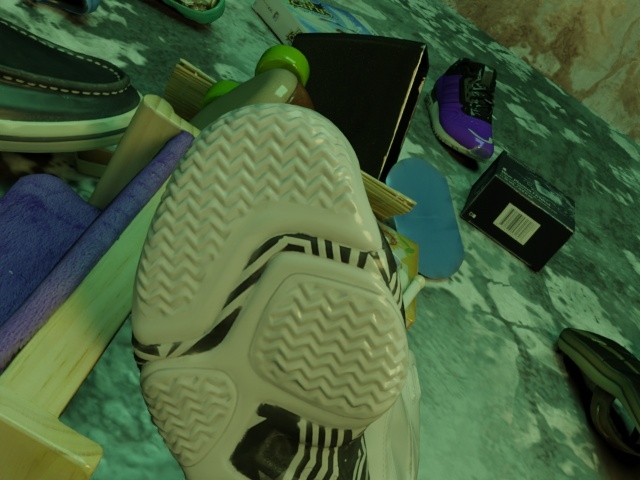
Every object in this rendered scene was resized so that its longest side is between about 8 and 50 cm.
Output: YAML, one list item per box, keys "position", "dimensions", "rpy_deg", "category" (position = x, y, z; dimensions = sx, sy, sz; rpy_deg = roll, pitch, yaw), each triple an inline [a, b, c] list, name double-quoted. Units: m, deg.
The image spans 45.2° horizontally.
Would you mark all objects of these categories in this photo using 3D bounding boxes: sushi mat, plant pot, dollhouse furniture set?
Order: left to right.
- position: [-0.179, -0.080, 0.761]
  dimensions: [0.114, 0.081, 0.091]
  rpy_deg: [13, 35, -36]
  category: "dollhouse furniture set"
- position: [-0.042, -0.107, 0.921]
  dimensions: [0.317, 0.019, 0.151]
  rpy_deg: [30, -13, -12]
  category: "sushi mat"
- position: [0.035, -0.179, 1.020]
  dimensions: [0.167, 0.187, 0.188]
  rpy_deg: [20, 6, 8]
  category: "plant pot"

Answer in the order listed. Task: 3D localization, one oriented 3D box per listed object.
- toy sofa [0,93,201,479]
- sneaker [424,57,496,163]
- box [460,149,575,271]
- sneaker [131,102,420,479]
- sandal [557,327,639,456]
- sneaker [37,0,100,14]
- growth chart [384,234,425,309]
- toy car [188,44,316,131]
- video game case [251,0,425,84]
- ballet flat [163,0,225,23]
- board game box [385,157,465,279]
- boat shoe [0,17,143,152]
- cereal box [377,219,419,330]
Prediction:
- position: [-0.183, 0.028, 0.516]
  dimensions: [0.177, 0.150, 0.362]
  rpy_deg: [33, 30, -8]
  category: "toy sofa"
- position: [0.291, -0.273, 1.501]
  dimensions: [0.102, 0.146, 0.293]
  rpy_deg: [23, 30, -23]
  category: "sneaker"
- position: [0.329, -0.053, 1.268]
  dimensions: [0.156, 0.093, 0.158]
  rpy_deg: [37, 27, 1]
  category: "box"
- position: [-0.009, 0.084, 0.486]
  dimensions: [0.138, 0.365, 0.210]
  rpy_deg: [-4, 20, 8]
  category: "sneaker"
- position: [0.383, 0.210, 0.950]
  dimensions: [0.120, 0.086, 0.303]
  rpy_deg: [21, 17, -16]
  category: "sandal"
- position: [-0.378, -0.353, 0.973]
  dimensions: [0.209, 0.069, 0.082]
  rpy_deg: [25, 34, -19]
  category: "sneaker"
- position: [0.012, -0.004, 0.819]
  dimensions: [0.237, 0.021, 0.172]
  rpy_deg: [42, 31, 11]
  category: "growth chart"
- position: [-0.036, -0.063, 0.752]
  dimensions: [0.188, 0.149, 0.155]
  rpy_deg: [48, 36, -26]
  category: "toy car"
- position: [0.037, -0.371, 1.464]
  dimensions: [0.270, 0.061, 0.244]
  rpy_deg: [2, 42, -46]
  category: "video game case"
- position: [-0.250, -0.416, 1.174]
  dimensions: [0.247, 0.083, 0.087]
  rpy_deg: [24, -10, -25]
  category: "ballet flat"
- position: [0.130, -0.026, 1.031]
  dimensions: [0.133, 0.033, 0.168]
  rpy_deg: [-3, 77, -44]
  category: "board game box"
- position: [-0.373, -0.201, 0.635]
  dimensions: [0.500, 0.156, 0.187]
  rpy_deg: [18, 21, -29]
  category: "boat shoe"
- position: [0.000, 0.000, 0.872]
  dimensions: [0.240, 0.047, 0.173]
  rpy_deg: [31, 29, -7]
  category: "cereal box"
